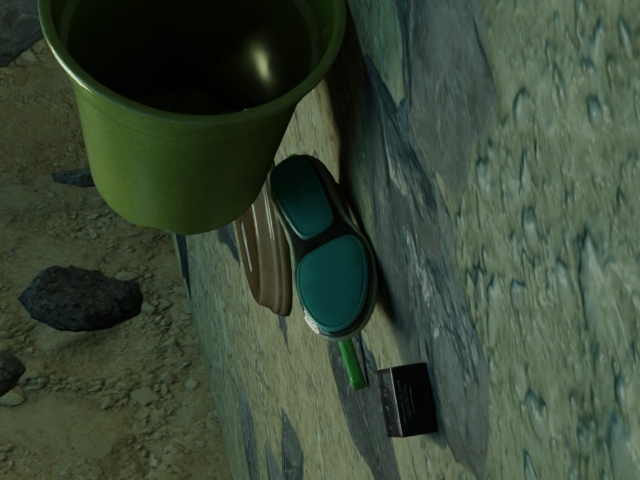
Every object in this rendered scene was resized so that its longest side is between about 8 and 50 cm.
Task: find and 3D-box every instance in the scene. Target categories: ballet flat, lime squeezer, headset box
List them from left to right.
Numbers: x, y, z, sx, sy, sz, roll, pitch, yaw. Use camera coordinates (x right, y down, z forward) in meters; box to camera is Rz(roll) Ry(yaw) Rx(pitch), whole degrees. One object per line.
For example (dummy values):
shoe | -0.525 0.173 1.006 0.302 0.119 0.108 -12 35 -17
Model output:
lime squeezer | 0.000 0.000 1.755 0.110 0.059 0.310 42 -155 -52
ballet flat | 0.012 0.016 1.606 0.086 0.086 0.248 90 168 -47
headset box | 0.075 0.139 1.436 0.083 0.032 0.062 141 120 -81

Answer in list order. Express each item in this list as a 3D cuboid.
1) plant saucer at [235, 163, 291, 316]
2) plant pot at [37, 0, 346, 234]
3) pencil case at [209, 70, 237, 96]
plant saucer | -0.086 -0.030 2.252 0.278 0.041 0.277 170 90 -81
plant pot | -0.129 -0.146 1.573 0.254 0.276 0.276 104 156 -56
pencil case | -0.090 -0.208 1.841 0.284 0.124 0.124 -168 69 -82
